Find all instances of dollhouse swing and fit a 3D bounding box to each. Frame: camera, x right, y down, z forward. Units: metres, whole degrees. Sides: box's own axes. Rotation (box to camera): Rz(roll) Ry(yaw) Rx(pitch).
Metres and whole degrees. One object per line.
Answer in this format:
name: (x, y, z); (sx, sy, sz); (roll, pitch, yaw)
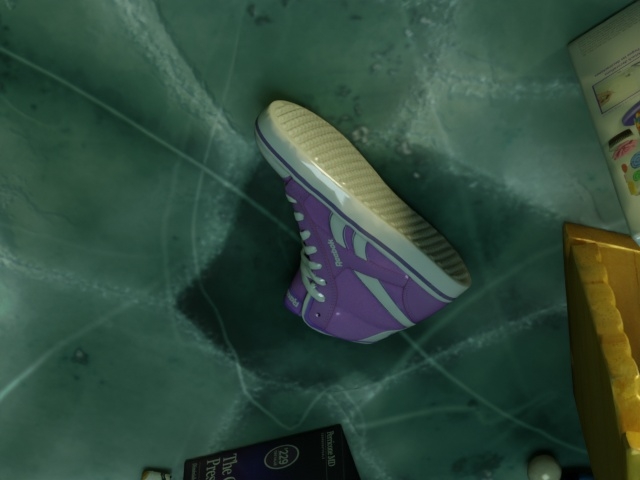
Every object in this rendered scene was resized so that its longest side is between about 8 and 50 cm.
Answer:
dollhouse swing: (0.409, 0.172, 1.504); (0.304, 0.347, 0.315); (-7, 123, 4)

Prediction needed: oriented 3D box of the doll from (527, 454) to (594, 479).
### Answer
doll: (0.278, 0.310, 1.769); (0.129, 0.046, 0.189); (-25, 120, 13)

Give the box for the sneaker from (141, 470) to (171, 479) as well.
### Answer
sneaker: (-0.178, 0.289, 1.750); (0.036, 0.032, 0.083); (1, 123, -2)

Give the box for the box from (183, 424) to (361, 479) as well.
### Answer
box: (-0.047, 0.325, 1.641); (0.184, 0.261, 0.103); (-12, 122, 5)

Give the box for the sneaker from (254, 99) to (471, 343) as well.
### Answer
sneaker: (0.000, 0.001, 1.532); (0.161, 0.102, 0.282); (-34, 118, 22)

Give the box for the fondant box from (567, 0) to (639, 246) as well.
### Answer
fondant box: (0.353, -0.120, 1.327); (0.238, 0.330, 0.096); (-31, 118, 18)
